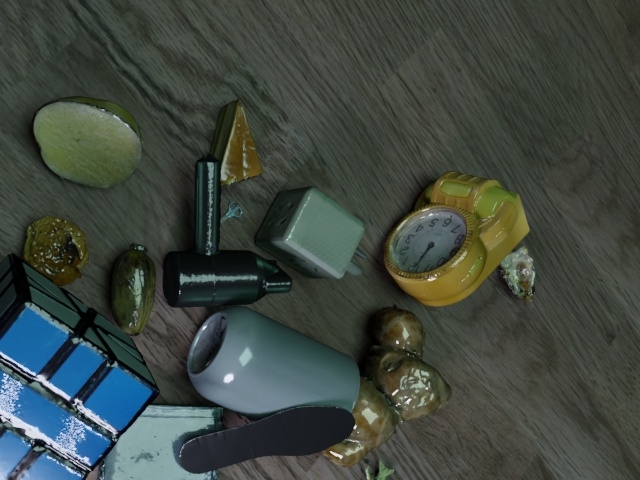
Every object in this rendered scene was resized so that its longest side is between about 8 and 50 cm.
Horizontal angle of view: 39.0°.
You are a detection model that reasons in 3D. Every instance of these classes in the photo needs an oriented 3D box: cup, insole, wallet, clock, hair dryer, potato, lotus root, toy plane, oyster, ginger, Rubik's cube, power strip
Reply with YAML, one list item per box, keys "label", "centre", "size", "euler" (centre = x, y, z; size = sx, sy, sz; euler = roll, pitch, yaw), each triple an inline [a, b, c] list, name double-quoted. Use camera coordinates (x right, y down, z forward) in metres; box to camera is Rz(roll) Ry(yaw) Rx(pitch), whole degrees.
- label: "cup"
  centre: [-0.099, 0.265, 1.817]
  size: [0.312, 0.205, 0.205]
  euler: [31, 72, -27]
- label: "insole"
  centre: [-0.100, 0.384, 1.752]
  size: [0.349, 0.009, 0.119]
  euler: [-11, 116, -11]
- label: "wallet"
  centre: [-0.318, 0.484, 1.745]
  size: [0.237, 0.075, 0.341]
  euler: [6, 86, -26]
- label: "clock"
  centre: [0.297, 0.006, 2.067]
  size: [0.317, 0.244, 0.200]
  euler: [-52, 129, -20]
- label: "hair dryer"
  centre: [-0.179, -0.019, 1.796]
  size: [0.244, 0.116, 0.302]
  euler: [-2, 101, -28]
- label: "potato"
  centre: [-0.426, -0.206, 1.682]
  size: [0.202, 0.182, 0.117]
  euler: [16, 40, -14]
- label: "lotus root"
  centre: [-0.362, 0.094, 1.729]
  size: [0.089, 0.081, 0.179]
  euler: [8, 87, -73]
- label: "toy plane"
  centre: [0.128, 0.555, 2.042]
  size: [0.102, 0.040, 0.111]
  euler: [41, 68, -22]
- label: "oyster"
  centre: [0.500, 0.089, 2.297]
  size: [0.103, 0.051, 0.148]
  euler: [-16, 87, -21]
- label: "ginger"
  centre: [0.126, 0.334, 1.985]
  size: [0.256, 0.176, 0.375]
  euler: [48, 65, -2]
- label: "Rubik's cube"
  centre: [-0.479, 0.231, 1.492]
  size: [0.288, 0.293, 0.283]
  euler: [40, 84, -23]
- label: "power strip"
  centre: [0.000, 0.000, 1.932]
  size: [0.224, 0.140, 0.139]
  euler: [35, 69, -27]

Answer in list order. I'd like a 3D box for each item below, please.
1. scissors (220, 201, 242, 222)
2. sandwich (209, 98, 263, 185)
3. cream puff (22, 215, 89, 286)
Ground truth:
- label: "scissors"
  centre: [-0.198, -0.047, 1.885]
  size: [0.083, 0.006, 0.036]
  euler: [-43, 111, -27]
- label: "sandwich"
  centre: [-0.201, -0.195, 1.847]
  size: [0.113, 0.079, 0.163]
  euler: [-21, 99, -32]
- label: "cream puff"
  centre: [-0.482, 0.019, 1.648]
  size: [0.119, 0.104, 0.133]
  euler: [-13, 94, -26]
